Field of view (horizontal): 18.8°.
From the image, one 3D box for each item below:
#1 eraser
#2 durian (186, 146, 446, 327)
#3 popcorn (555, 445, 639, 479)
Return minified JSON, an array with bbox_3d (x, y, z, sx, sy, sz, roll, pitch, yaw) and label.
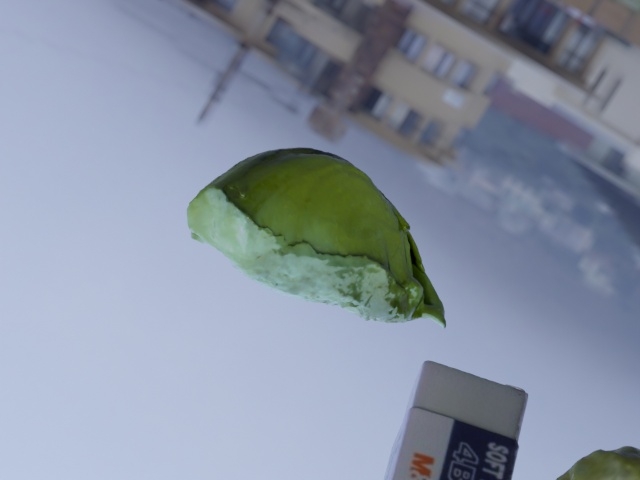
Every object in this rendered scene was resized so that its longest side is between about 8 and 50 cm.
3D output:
[{"bbox_3d":[0.124,0.266,1.963,0.130,0.086,0.287,17,-132,4],"label":"eraser"},{"bbox_3d":[0.000,0.000,1.567,0.250,0.101,0.139,20,-130,-43],"label":"durian"},{"bbox_3d":[0.290,0.293,1.694,0.225,0.174,0.286,40,172,13],"label":"popcorn"}]
